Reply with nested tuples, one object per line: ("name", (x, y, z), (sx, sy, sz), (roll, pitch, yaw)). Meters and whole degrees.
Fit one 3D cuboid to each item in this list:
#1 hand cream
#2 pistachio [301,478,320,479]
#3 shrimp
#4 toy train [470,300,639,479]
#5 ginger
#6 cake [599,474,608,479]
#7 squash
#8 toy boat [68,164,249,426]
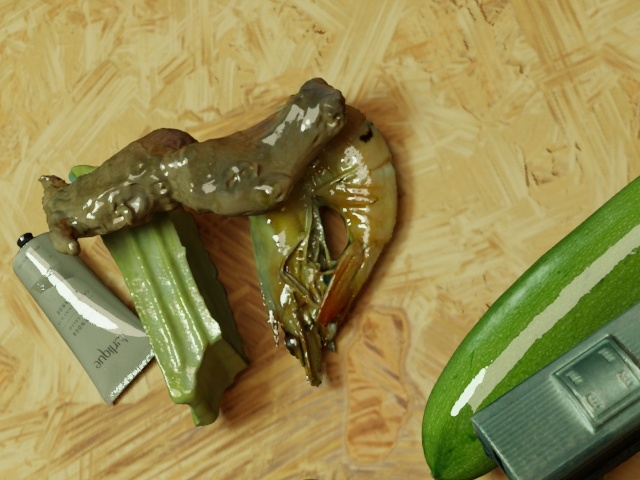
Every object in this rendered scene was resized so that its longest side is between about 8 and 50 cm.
("hand cream", (-0.232, 0.062, 1.678), (0.087, 0.054, 0.186), (-47, 70, 13))
("pistachio", (-0.018, 0.309, 1.476), (0.144, 0.144, 0.215), (15, 79, 27))
("shrimp", (0.000, 0.000, 1.580), (0.145, 0.061, 0.267), (-2, 75, 15))
("toy train", (0.307, 0.063, 1.353), (0.409, 0.089, 0.086), (-34, 62, -2))
("ginger", (-0.109, -0.061, 1.550), (0.290, 0.084, 0.122), (-19, 34, 2))
("cake", (0.182, 0.251, 1.418), (0.116, 0.086, 0.220), (-12, 74, 20))
("squash", (0.223, 0.047, 1.436), (0.395, 0.107, 0.107), (-45, 64, 9))
("toy boat", (-0.142, 0.032, 1.604), (0.084, 0.111, 0.276), (-29, 63, 3))
